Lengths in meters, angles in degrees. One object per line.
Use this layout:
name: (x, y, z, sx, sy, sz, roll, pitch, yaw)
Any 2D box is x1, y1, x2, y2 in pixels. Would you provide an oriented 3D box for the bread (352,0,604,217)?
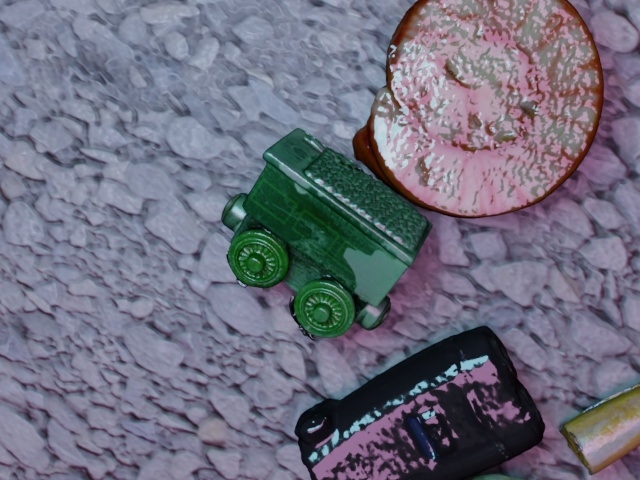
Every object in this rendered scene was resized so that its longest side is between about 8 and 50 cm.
bread: (0.219, -0.187, 1.070, 0.295, 0.114, 0.328, 22, 94, 4)

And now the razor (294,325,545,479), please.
razor: (0.132, 0.261, 1.107, 0.327, 0.107, 0.189, -27, 91, 7)

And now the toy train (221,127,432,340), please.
toy train: (0.000, 0.000, 1.066, 0.266, 0.145, 0.202, 36, 118, 2)

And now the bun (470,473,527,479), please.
bun: (0.224, 0.400, 1.089, 0.195, 0.118, 0.195, -10, 117, -21)

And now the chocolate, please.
chocolate: (0.445, 0.237, 1.099, 0.219, 0.085, 0.086, -30, 90, 2)
